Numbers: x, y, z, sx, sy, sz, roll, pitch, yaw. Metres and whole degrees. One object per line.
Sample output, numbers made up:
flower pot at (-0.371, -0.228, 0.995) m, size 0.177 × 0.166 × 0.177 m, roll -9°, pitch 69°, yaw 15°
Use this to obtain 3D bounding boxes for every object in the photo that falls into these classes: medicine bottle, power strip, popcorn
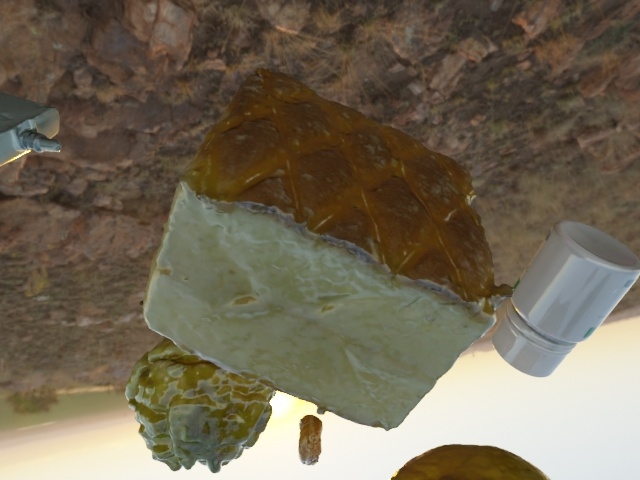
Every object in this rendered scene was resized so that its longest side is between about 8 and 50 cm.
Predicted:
medicine bottle at (0.379, 0.097, 0.813) m, size 0.139 × 0.139 × 0.237 m, roll -3°, pitch 127°, yaw -31°
power strip at (-0.263, -0.089, 0.333) m, size 0.252 × 0.060 × 0.027 m, roll 19°, pitch 132°, yaw 17°
popcorn at (-0.204, 0.267, 0.878) m, size 0.249 × 0.249 × 0.225 m, roll -4°, pitch 179°, yaw -29°

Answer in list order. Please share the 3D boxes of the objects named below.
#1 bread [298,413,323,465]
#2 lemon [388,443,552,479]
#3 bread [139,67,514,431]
bread at (-0.019, 0.364, 0.927) m, size 0.044 × 0.083 × 0.111 m, roll 2°, pitch 149°, yaw -3°
lemon at (0.210, 0.442, 0.678) m, size 0.336 × 0.336 × 0.336 m, roll -12°, pitch 165°, yaw -3°
bread at (0.000, 0.000, 0.524) m, size 0.279 × 0.279 × 0.207 m, roll 23°, pitch 126°, yaw -10°
